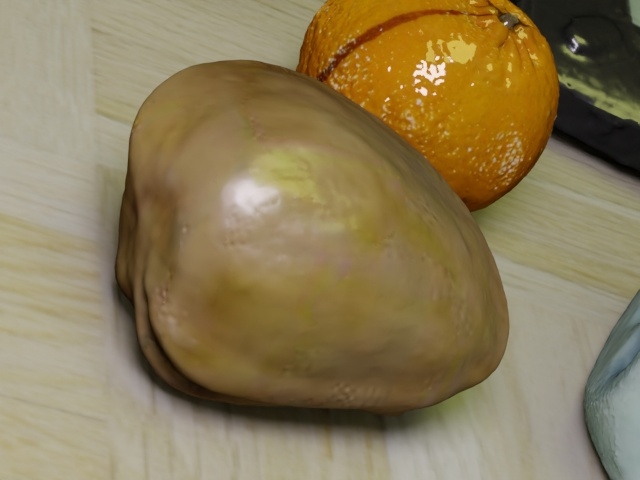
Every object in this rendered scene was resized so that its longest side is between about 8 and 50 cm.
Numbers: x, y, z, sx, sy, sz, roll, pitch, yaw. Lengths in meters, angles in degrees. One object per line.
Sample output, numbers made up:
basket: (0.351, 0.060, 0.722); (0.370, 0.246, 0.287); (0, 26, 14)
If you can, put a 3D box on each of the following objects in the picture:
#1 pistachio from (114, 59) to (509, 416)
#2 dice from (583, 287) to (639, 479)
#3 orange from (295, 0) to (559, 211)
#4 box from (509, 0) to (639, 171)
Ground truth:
pistachio: (0.000, 0.000, 1.091); (0.260, 0.163, 0.213); (13, 74, -33)
dice: (0.356, 0.081, 1.210); (0.262, 0.265, 0.268); (38, 36, 3)
orange: (0.079, -0.110, 1.283); (0.193, 0.161, 0.193); (21, 34, -15)
box: (0.322, -0.159, 1.608); (0.359, 0.091, 0.350); (25, 36, -13)
